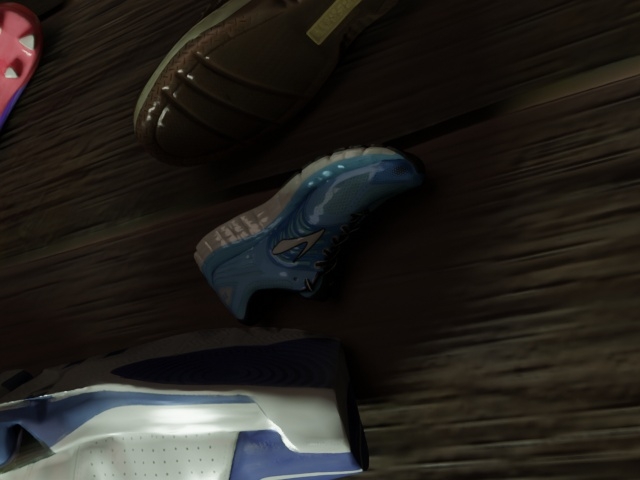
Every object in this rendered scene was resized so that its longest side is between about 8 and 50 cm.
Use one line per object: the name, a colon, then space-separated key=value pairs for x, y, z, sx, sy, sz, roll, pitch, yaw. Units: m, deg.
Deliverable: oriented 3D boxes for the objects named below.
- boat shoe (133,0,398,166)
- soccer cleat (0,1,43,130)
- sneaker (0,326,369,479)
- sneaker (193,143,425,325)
boat shoe: x=-0.029 y=-0.157 z=0.529 sx=0.257 sy=0.095 sz=0.095 roll=-37 pitch=40 yaw=9
soccer cleat: x=-0.355 y=-0.126 z=0.749 sx=0.248 sy=0.083 sz=0.095 roll=-56 pitch=22 yaw=8
sneaker: x=-0.120 y=0.162 z=0.434 sx=0.315 sy=0.127 sz=0.182 roll=-10 pitch=97 yaw=9
sneaker: x=0.000 y=0.000 z=0.463 sx=0.162 sy=0.063 sz=0.073 roll=-33 pitch=73 yaw=24
